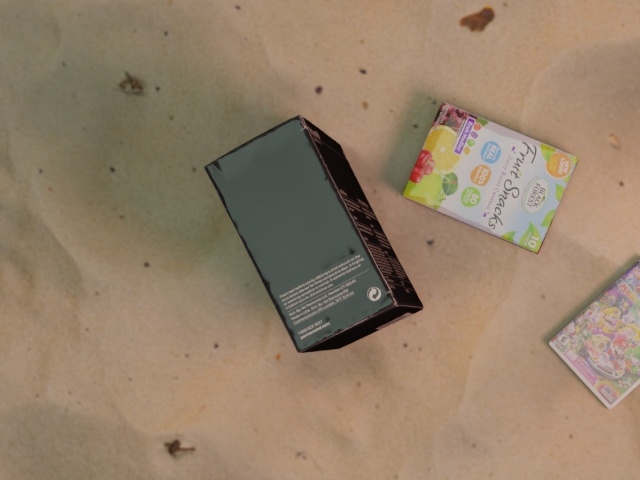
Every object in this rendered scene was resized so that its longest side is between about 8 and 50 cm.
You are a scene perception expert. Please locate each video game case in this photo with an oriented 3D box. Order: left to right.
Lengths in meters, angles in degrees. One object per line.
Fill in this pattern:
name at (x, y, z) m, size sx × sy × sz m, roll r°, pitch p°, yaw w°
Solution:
video game case at (0.289, 0.088, 1.802) m, size 0.122 × 0.011 × 0.087 m, roll -43°, pitch 83°, yaw 4°

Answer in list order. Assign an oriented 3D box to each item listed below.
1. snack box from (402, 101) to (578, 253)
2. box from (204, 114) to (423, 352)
snack box at (0.162, -0.060, 1.813) m, size 0.141 × 0.037 × 0.100 m, roll 24°, pitch 92°, yaw 8°
box at (0.000, 0.000, 1.720) m, size 0.103 × 0.261 × 0.184 m, roll -25°, pitch 84°, yaw 6°
